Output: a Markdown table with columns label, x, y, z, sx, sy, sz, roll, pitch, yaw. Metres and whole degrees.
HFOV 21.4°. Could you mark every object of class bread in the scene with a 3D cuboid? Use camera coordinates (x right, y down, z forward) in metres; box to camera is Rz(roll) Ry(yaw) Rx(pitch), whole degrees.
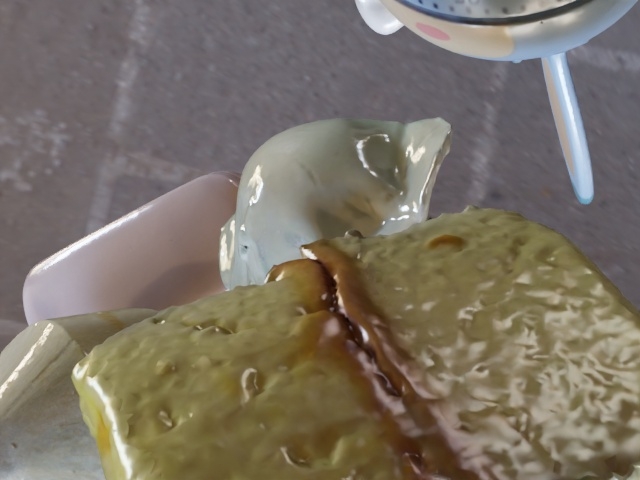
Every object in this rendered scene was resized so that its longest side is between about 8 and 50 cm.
| label | x | y | z | sx | sy | sz | roll | pitch | yaw |
| --- | --- | --- | --- | --- | --- | --- | --- | --- | --- |
| bread | 0.032 | 0.094 | 0.711 | 0.240 | 0.135 | 0.178 | -16 | 45 | -17 |

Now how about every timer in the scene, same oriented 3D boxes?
| label | x | y | z | sx | sy | sz | roll | pitch | yaw |
| --- | --- | --- | --- | --- | --- | --- | --- | --- | --- |
| timer | 0.080 | -0.134 | 0.835 | 0.175 | 0.255 | 0.175 | 6 | 52 | -8 |

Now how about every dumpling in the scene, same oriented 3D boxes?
| label | x | y | z | sx | sy | sz | roll | pitch | yaw |
| --- | --- | --- | --- | --- | --- | --- | --- | --- | --- |
| dumpling | 0.000 | 0.000 | 1.122 | 0.229 | 0.124 | 0.151 | -26 | 43 | 50 |

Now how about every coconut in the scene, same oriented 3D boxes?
| label | x | y | z | sx | sy | sz | roll | pitch | yaw |
| --- | --- | --- | --- | --- | --- | --- | --- | --- | --- |
| coconut | -0.204 | 0.163 | 1.503 | 0.202 | 0.222 | 0.202 | 14 | 110 | 45 |

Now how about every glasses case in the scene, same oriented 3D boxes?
| label | x | y | z | sx | sy | sz | roll | pitch | yaw |
| --- | --- | --- | --- | --- | --- | --- | --- | --- | --- |
| glasses case | -0.167 | 0.030 | 1.627 | 0.297 | 0.075 | 0.113 | -26 | 85 | 31 |
